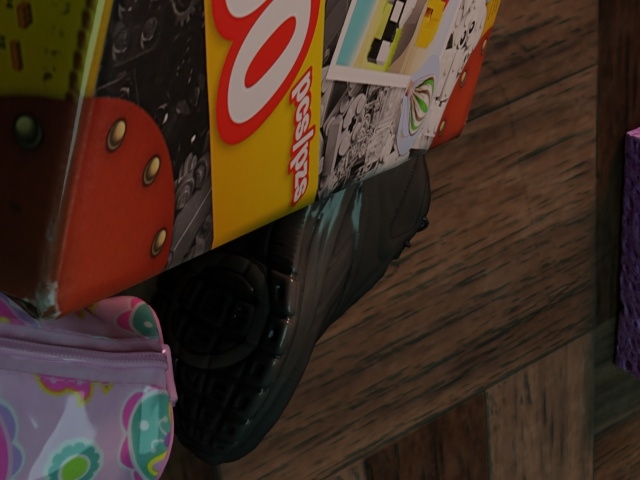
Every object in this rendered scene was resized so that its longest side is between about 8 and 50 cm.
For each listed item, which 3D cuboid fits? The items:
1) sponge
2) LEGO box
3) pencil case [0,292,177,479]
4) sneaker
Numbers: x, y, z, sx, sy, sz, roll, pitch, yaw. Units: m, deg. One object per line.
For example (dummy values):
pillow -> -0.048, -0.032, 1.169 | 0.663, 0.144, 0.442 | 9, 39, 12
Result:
sponge -> 0.279, -0.003, 1.037 | 0.117, 0.031, 0.210 | -23, 125, -28
LEGO box -> -0.019, -0.272, 0.437 | 0.372, 0.193, 0.500 | -29, 137, -65
pencil case -> -0.201, 0.062, 0.626 | 0.284, 0.124, 0.124 | 17, 102, -43
sneaker -> 0.000, 0.000, 0.770 | 0.130, 0.109, 0.286 | 10, 108, -48
